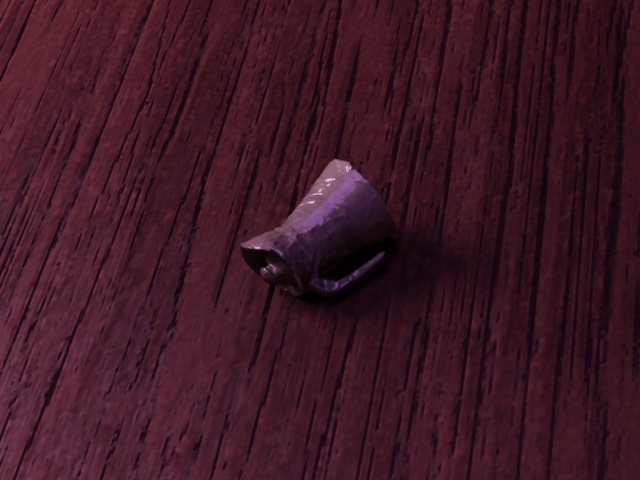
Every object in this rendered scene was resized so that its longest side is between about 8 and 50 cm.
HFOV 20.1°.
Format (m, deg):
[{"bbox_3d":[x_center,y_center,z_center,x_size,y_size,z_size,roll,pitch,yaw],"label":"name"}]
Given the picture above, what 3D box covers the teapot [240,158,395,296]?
[{"bbox_3d":[0.000,0.000,1.058,0.083,0.057,0.067,-38,73,-18],"label":"teapot"}]
